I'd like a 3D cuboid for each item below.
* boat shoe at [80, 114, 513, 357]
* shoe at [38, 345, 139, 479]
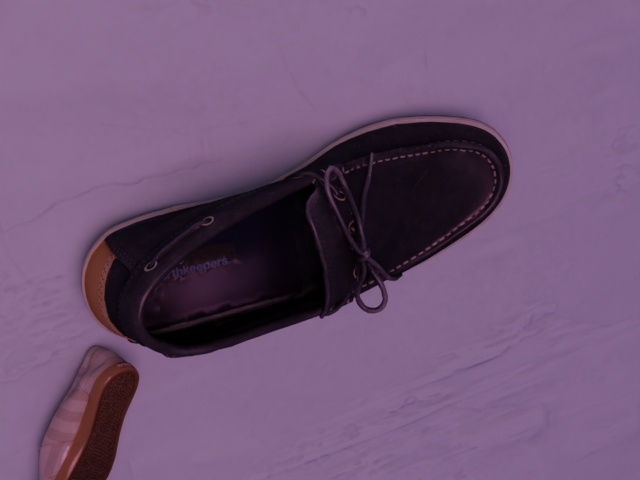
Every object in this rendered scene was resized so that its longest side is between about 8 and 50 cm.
[{"bbox_3d":[0.000,0.000,1.202,0.500,0.156,0.187,-18,114,-18],"label":"boat shoe"},{"bbox_3d":[-0.260,0.216,1.230,0.076,0.058,0.219,2,116,-57],"label":"shoe"}]
